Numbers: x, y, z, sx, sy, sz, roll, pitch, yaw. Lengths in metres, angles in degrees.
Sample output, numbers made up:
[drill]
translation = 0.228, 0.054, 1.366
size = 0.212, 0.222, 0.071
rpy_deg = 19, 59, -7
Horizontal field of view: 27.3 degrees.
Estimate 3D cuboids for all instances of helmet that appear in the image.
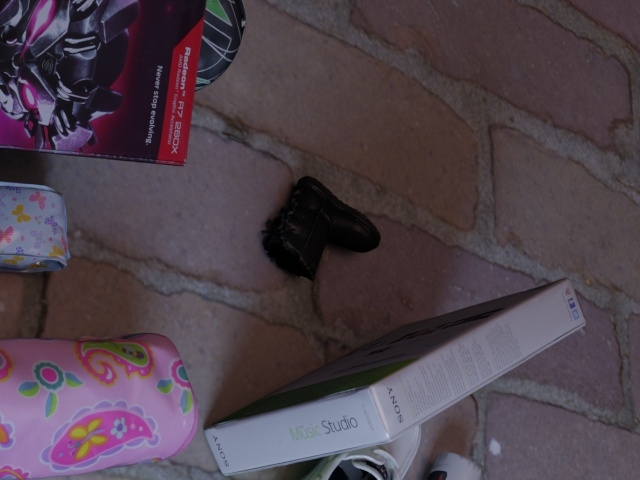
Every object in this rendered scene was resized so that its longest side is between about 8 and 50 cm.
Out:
[helmet]
translation = -0.154, -0.214, 1.224
size = 0.169, 0.169, 0.161
rpy_deg = -9, 75, -45

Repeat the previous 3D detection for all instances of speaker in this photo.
[speaker]
translation = 0.125, 0.292, 1.390
size = 0.055, 0.055, 0.136
rpy_deg = 46, 50, -23

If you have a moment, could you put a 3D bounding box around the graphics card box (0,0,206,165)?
[graphics card box]
translation = -0.235, -0.182, 0.959
size = 0.371, 0.094, 0.232
rpy_deg = 3, 97, -52

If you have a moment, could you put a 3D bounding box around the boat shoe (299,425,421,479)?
[boat shoe]
translation = 0.038, 0.241, 1.303
size = 0.258, 0.084, 0.095
rpy_deg = -43, 106, -43

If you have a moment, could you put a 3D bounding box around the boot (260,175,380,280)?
[boot]
translation = 0.001, 0.000, 1.378
size = 0.121, 0.045, 0.099
rpy_deg = 40, 50, -18

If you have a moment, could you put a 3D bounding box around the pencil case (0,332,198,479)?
[pencil case]
translation = -0.236, 0.131, 1.060
size = 0.284, 0.124, 0.124
rpy_deg = 2, 75, -44

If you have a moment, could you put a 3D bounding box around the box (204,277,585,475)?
[box]
translation = 0.077, 0.130, 1.274
size = 0.322, 0.232, 0.058
rpy_deg = -20, 90, -45

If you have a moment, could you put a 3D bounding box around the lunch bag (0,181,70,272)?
[lunch bag]
translation = -0.258, -0.010, 1.131
size = 0.083, 0.053, 0.071
rpy_deg = 3, 72, -33
